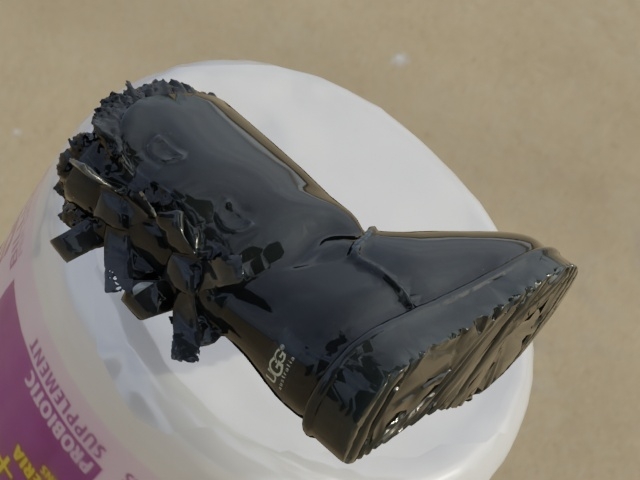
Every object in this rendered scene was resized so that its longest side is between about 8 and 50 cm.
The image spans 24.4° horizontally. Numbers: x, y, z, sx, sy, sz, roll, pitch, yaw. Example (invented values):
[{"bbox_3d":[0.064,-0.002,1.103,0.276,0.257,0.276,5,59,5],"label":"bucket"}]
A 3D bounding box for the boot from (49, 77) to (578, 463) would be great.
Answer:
[{"bbox_3d":[0.000,0.000,0.365,0.099,0.045,0.121,40,30,21],"label":"boot"}]

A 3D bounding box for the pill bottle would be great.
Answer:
[{"bbox_3d":[-0.070,0.085,0.550,0.169,0.301,0.169,18,49,-22],"label":"pill bottle"}]
